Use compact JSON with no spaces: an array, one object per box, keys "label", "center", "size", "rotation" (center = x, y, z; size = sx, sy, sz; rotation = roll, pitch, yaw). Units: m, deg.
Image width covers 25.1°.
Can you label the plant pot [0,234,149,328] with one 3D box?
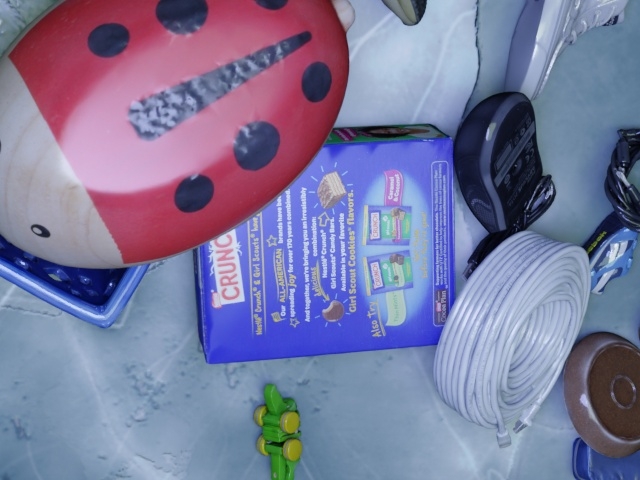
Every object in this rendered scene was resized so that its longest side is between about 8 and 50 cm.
[{"label":"plant pot","center":[-0.294,-0.069,1.669],"size":[0.236,0.212,0.236],"rotation":[29,95,-15]}]

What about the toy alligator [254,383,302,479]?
[{"label":"toy alligator","center":[-0.045,0.272,1.871],"size":[0.051,0.056,0.189],"rotation":[-20,109,-48]}]

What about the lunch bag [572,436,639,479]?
[{"label":"lunch bag","center":[0.393,0.296,1.945],"size":[0.098,0.065,0.067],"rotation":[5,82,-12]}]

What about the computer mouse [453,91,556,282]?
[{"label":"computer mouse","center":[0.211,-0.080,1.762],"size":[0.188,0.072,0.272],"rotation":[-51,148,-24]}]

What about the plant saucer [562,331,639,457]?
[{"label":"plant saucer","center":[0.392,0.201,1.898],"size":[0.168,0.029,0.168],"rotation":[9,72,-30]}]

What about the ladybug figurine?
[{"label":"ladybug figurine","center":[-0.153,-0.144,1.492],"size":[0.449,0.162,0.305],"rotation":[-33,100,-11]}]

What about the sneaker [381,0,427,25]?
[{"label":"sneaker","center":[-0.028,-0.407,1.712],"size":[0.182,0.158,0.410],"rotation":[-31,110,30]}]

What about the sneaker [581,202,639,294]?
[{"label":"sneaker","center":[0.388,0.011,1.892],"size":[0.059,0.053,0.144],"rotation":[39,98,-21]}]

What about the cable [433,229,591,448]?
[{"label":"cable","center":[0.244,0.111,1.801],"size":[0.257,0.089,0.257],"rotation":[-55,148,-10]}]

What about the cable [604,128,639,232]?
[{"label":"cable","center":[0.452,-0.065,1.858],"size":[0.184,0.047,0.150],"rotation":[16,63,-24]}]

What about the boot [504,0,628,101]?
[{"label":"boot","center":[0.323,-0.281,1.796],"size":[0.123,0.095,0.258],"rotation":[14,102,-14]}]

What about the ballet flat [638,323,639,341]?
[{"label":"ballet flat","center":[0.557,0.027,1.891],"size":[0.123,0.123,0.348],"rotation":[37,93,-15]}]

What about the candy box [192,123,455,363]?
[{"label":"candy box","center":[0.000,0.000,1.783],"size":[0.317,0.122,0.268],"rotation":[-4,103,-11]}]
